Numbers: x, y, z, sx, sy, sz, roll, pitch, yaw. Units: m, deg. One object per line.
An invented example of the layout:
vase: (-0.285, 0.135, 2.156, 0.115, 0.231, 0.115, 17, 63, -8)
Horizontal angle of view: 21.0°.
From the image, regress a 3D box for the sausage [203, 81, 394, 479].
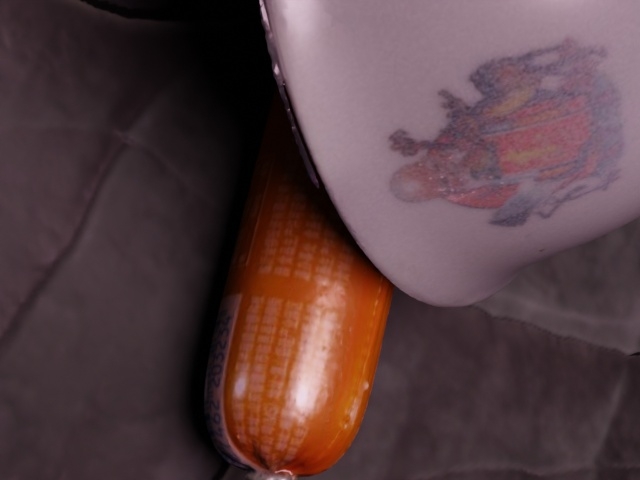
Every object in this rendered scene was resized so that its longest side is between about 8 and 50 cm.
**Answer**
sausage: (0.000, 0.000, 0.718, 0.071, 0.071, 0.234, 24, 72, -31)

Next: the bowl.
bowl: (0.118, -0.143, 0.680, 0.345, 0.157, 0.345, -3, 93, -62)
